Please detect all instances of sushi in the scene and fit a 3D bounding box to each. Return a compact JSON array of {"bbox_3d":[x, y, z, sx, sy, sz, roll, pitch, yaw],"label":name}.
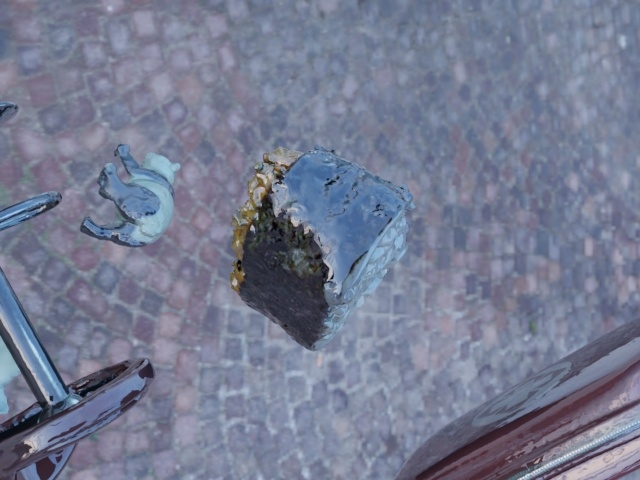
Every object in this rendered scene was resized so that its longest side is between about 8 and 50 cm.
[{"bbox_3d":[0.000,0.000,1.361,0.207,0.348,0.234,36,61,9],"label":"sushi"}]

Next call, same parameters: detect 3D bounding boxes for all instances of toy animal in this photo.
[{"bbox_3d":[-0.275,-0.071,1.518,0.121,0.225,0.094,21,114,-10],"label":"toy animal"}]

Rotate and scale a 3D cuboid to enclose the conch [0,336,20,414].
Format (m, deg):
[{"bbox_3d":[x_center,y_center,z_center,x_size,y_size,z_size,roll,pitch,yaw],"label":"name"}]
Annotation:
[{"bbox_3d":[-0.550,0.109,1.266,0.319,0.215,0.303,11,121,-34],"label":"conch"}]

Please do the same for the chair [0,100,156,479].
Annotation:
[{"bbox_3d":[-0.327,0.081,1.052,0.226,0.226,0.401,-31,97,-44],"label":"chair"}]

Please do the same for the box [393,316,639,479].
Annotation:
[{"bbox_3d":[0.256,0.214,1.122,0.108,0.404,0.263,57,20,3],"label":"box"}]
